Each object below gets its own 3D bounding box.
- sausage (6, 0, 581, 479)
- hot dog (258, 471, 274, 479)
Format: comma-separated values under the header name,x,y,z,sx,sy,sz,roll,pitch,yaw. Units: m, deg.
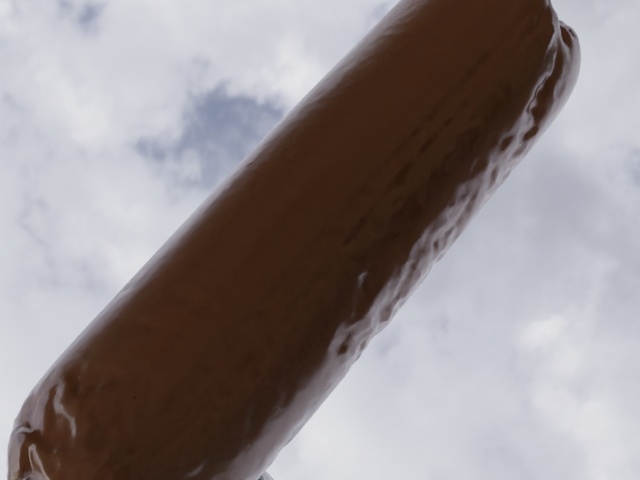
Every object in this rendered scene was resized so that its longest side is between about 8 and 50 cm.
name,x,y,z,sx,sy,sz,roll,pitch,yaw
sausage,-0.001,0.000,0.424,0.086,0.086,0.289,41,-106,5
hot dog,-0.028,0.210,0.611,0.053,0.099,0.192,-26,-136,7
